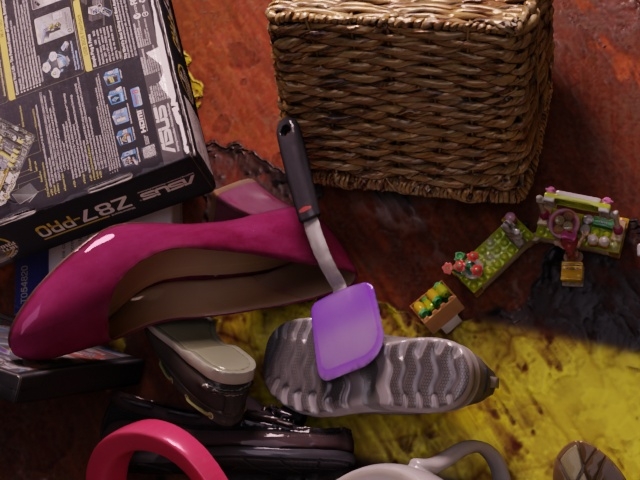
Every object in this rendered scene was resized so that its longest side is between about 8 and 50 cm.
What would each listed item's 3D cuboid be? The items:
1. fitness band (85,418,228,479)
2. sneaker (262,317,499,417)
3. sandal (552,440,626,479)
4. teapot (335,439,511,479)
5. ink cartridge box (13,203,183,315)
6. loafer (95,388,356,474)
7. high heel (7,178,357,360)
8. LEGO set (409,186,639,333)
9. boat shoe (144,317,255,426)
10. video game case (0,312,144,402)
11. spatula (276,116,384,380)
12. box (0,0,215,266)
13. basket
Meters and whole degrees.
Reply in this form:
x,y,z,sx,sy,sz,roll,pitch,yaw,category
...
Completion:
x,y,z,sx,sy,sz,roll,pitch,yaw,category
-0.151,0.329,1.361,0.209,0.054,0.291,-11,97,46,fitness band
0.060,0.151,1.408,0.281,0.115,0.105,6,81,37,sneaker
0.306,0.284,1.335,0.072,0.049,0.180,-45,83,6,sandal
0.090,0.354,1.304,0.256,0.187,0.252,-36,41,21,teapot
-0.277,-0.029,1.574,0.224,0.045,0.223,-8,73,13,ink cartridge box
-0.108,0.206,1.436,0.302,0.109,0.095,-3,70,17,loafer
-0.139,0.055,1.392,0.377,0.127,0.181,-33,56,-32,high heel
0.226,0.011,1.396,0.287,0.107,0.132,-10,73,12,LEGO set
-0.143,0.131,1.442,0.228,0.081,0.068,34,121,57,boat shoe
-0.364,0.118,1.436,0.248,0.275,0.035,16,93,18,video game case
0.000,0.000,1.396,0.084,0.030,0.296,-23,74,23,spatula
-0.319,-0.188,1.564,0.318,0.097,0.395,-19,61,4,box
0.111,-0.194,1.477,0.299,0.223,0.213,5,35,19,basket
